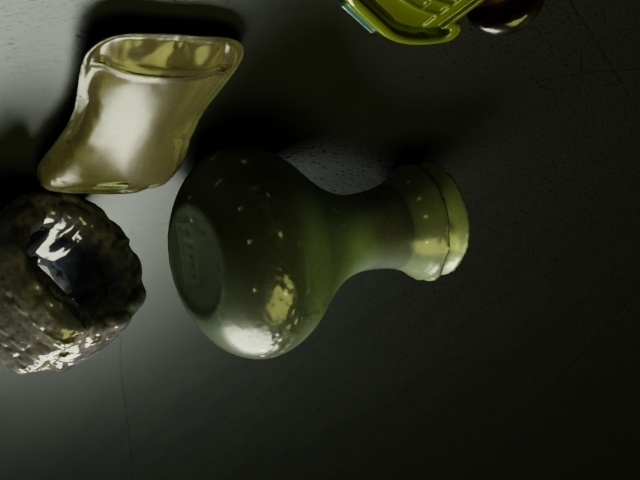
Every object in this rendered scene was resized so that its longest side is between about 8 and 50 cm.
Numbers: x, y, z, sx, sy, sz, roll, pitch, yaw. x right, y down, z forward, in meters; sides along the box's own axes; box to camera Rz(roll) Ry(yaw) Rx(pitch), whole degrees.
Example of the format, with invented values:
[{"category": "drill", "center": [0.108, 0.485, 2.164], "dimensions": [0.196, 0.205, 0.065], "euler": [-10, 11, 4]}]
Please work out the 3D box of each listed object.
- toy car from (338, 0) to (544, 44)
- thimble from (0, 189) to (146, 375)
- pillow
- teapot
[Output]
[{"category": "toy car", "center": [0.101, -0.246, 0.985], "dimensions": [0.248, 0.142, 0.200], "euler": [-32, 148, 12]}, {"category": "thimble", "center": [-0.232, 0.036, 1.336], "dimensions": [0.150, 0.150, 0.098], "euler": [15, 143, -42]}, {"category": "pillow", "center": [-0.146, -0.098, 1.251], "dimensions": [0.130, 0.033, 0.217], "euler": [-3, 149, -25]}, {"category": "teapot", "center": [0.000, 0.000, 1.365], "dimensions": [0.251, 0.183, 0.183], "euler": [-10, 153, -32]}]
